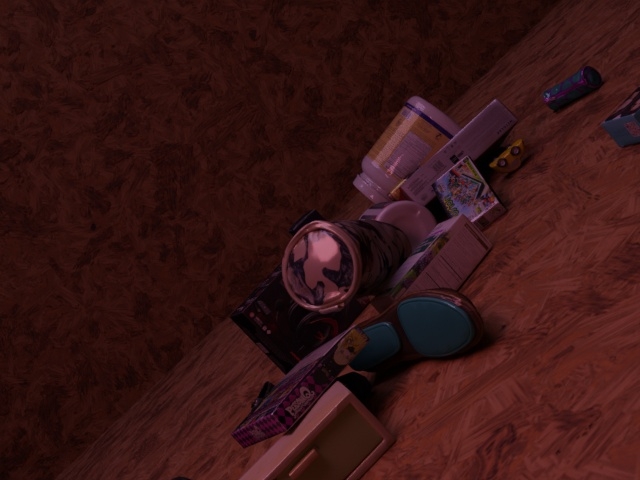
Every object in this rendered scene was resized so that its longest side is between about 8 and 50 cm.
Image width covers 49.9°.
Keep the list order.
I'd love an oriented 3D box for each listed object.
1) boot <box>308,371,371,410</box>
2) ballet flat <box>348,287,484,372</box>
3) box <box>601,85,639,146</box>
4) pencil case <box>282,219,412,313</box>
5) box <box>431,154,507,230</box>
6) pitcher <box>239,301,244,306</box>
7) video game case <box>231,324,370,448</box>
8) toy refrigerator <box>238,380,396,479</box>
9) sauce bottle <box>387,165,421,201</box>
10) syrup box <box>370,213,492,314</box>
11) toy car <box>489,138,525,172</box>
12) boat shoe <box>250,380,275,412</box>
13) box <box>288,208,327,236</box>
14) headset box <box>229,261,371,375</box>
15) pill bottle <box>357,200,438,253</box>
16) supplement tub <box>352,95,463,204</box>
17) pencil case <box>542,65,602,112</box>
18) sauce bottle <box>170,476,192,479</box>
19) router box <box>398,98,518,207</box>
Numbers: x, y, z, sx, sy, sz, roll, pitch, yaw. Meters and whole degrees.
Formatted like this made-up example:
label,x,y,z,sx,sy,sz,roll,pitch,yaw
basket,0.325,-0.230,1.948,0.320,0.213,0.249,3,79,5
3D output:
label,x,y,z,sx,sy,sz,roll,pitch,yaw
boot,0.026,0.280,1.254,0.086,0.069,0.190,-31,5,-21
ballet flat,0.169,0.143,1.145,0.124,0.116,0.342,-22,-9,-36
box,0.621,-0.272,1.216,0.244,0.060,0.100,-43,7,-6
pencil case,0.068,0.049,1.374,0.160,0.183,0.410,-30,-10,20
box,0.330,-0.097,1.546,0.114,0.036,0.207,-41,33,18
pitcher,-0.185,0.244,2.426,0.207,0.125,0.178,-31,-12,9
video game case,-0.038,0.248,1.150,0.210,0.042,0.232,-42,-2,-32
toy refrigerator,-0.027,0.340,0.989,0.269,0.102,0.094,-43,7,-8
sauce bottle,0.249,-0.164,1.992,0.128,0.042,0.042,-47,6,10
syrup box,0.214,0.064,1.322,0.237,0.096,0.093,-47,8,-23
toy car,0.391,-0.129,1.663,0.239,0.053,0.225,-37,9,41
boat shoe,-0.140,0.383,1.595,0.049,0.040,0.142,-38,8,33
box,0.000,0.000,2.406,0.108,0.207,0.153,-44,7,-7
headset box,-0.037,0.154,1.669,0.293,0.218,0.110,-46,9,-26
pill bottle,0.180,-0.018,1.721,0.161,0.161,0.283,-43,7,-4
supplement tub,0.278,-0.248,2.117,0.331,0.241,0.241,-53,5,11
pencil case,0.643,-0.388,1.763,0.070,0.064,0.152,-29,-1,-29
sauce bottle,-0.271,0.521,1.205,0.111,0.111,0.344,-43,9,2
router box,0.361,-0.204,1.863,0.335,0.082,0.301,-43,-8,1
